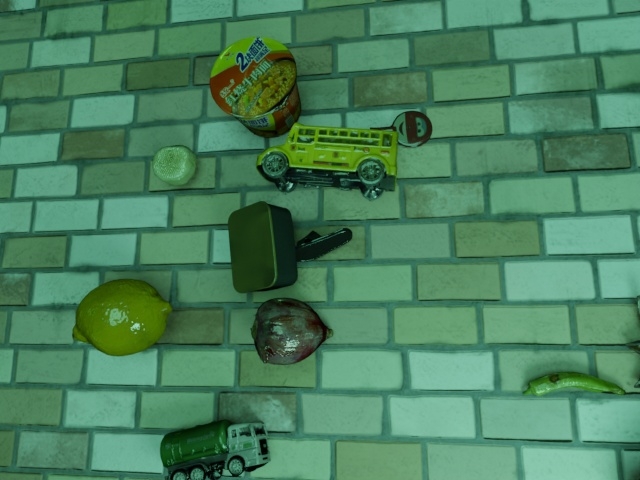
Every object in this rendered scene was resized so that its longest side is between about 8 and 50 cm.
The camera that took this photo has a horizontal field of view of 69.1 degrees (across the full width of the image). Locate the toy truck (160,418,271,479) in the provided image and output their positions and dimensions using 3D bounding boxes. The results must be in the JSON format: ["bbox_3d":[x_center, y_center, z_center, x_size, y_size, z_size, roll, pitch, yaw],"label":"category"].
[{"bbox_3d":[-0.240,0.474,1.047,0.243,0.101,0.124,-15,66,8],"label":"toy truck"}]

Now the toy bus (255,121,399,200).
[{"bbox_3d":[0.019,-0.193,1.110,0.331,0.144,0.151,6,80,8],"label":"toy bus"}]

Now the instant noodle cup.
[{"bbox_3d":[-0.143,-0.361,1.151,0.214,0.174,0.213,-2,78,9],"label":"instant noodle cup"}]

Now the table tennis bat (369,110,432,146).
[{"bbox_3d":[0.202,-0.277,1.165,0.155,0.019,0.097,-3,79,5],"label":"table tennis bat"}]

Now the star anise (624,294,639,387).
[{"bbox_3d":[0.733,0.226,0.937,0.230,0.081,0.262,-47,50,27],"label":"star anise"}]

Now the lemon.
[{"bbox_3d":[-0.465,0.180,1.091,0.244,0.187,0.186,-17,77,8],"label":"lemon"}]

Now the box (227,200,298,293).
[{"bbox_3d":[-0.133,0.020,1.096,0.145,0.090,0.200,-18,74,37],"label":"box"}]

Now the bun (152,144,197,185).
[{"bbox_3d":[-0.375,-0.194,1.208,0.115,0.069,0.115,-2,78,10],"label":"bun"}]

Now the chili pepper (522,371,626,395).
[{"bbox_3d":[0.539,0.304,0.989,0.208,0.043,0.048,-4,66,7],"label":"chili pepper"}]

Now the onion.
[{"bbox_3d":[-0.058,0.204,1.053,0.195,0.159,0.159,3,79,-18],"label":"onion"}]

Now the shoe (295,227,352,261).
[{"bbox_3d":[0.000,0.000,1.123,0.160,0.062,0.053,-22,50,10],"label":"shoe"}]

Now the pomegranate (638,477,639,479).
[{"bbox_3d":[0.663,0.555,0.832,0.236,0.236,0.301,39,87,13],"label":"pomegranate"}]
